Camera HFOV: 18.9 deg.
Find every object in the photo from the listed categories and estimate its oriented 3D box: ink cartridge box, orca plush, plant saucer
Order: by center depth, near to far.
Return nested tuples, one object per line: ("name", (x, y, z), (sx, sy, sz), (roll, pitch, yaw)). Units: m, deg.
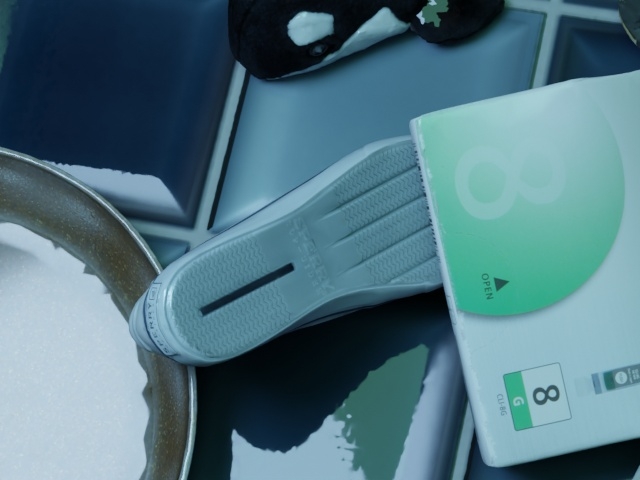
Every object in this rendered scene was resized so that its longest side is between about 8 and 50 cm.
("ink cartridge box", (0.172, 0.002, 0.966), (0.224, 0.056, 0.181), (-13, 92, 3))
("plant saucer", (-0.213, 0.100, 1.029), (0.310, 0.050, 0.310), (-3, 71, 8))
("orca plush", (0.065, -0.199, 1.054), (0.287, 0.102, 0.151), (-24, 70, 0))

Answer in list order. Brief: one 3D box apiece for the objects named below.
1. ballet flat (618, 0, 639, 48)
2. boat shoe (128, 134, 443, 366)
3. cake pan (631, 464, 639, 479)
("ballet flat", (0.237, -0.095, 1.033), (0.173, 0.049, 0.057), (27, 90, 22))
("boat shoe", (0.000, 0.000, 1.003), (0.226, 0.076, 0.083), (-19, 95, -27))
("cake pan", (0.281, 0.176, 0.898), (0.293, 0.054, 0.293), (-5, 76, 19))
